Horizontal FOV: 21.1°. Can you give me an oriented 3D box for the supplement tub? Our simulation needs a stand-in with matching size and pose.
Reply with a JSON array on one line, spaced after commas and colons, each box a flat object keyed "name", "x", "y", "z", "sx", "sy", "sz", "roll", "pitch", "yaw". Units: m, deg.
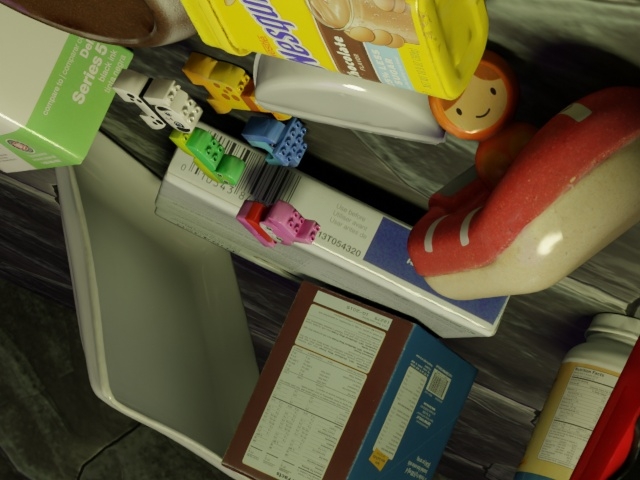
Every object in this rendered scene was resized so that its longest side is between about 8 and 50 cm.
[{"name": "supplement tub", "x": 0.273, "y": 0.183, "z": 1.591, "sx": 0.144, "sy": 0.200, "sz": 0.144, "roll": 24, "pitch": 167, "yaw": 6}]

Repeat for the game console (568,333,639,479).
[{"name": "game console", "x": 0.341, "y": 0.140, "z": 0.958, "sx": 0.386, "sy": 0.342, "sz": 0.060, "roll": 27, "pitch": -179, "yaw": -11}]

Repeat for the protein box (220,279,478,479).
[{"name": "protein box", "x": 0.035, "y": 0.178, "z": 1.744, "sx": 0.136, "sy": 0.201, "sz": 0.200, "roll": 21, "pitch": 172, "yaw": 28}]

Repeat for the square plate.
[{"name": "square plate", "x": -0.165, "y": 0.073, "z": 1.765, "sx": 0.049, "sy": 0.347, "sz": 0.344, "roll": -24, "pitch": 147, "yaw": 16}]

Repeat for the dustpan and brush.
[{"name": "dustpan and brush", "x": 0.022, "y": -0.126, "z": 1.162, "sx": 0.147, "sy": 0.060, "sz": 0.211, "roll": 12, "pitch": 173, "yaw": 5}]

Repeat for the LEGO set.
[{"name": "LEGO set", "x": -0.053, "y": -0.085, "z": 1.385, "sx": 0.093, "sy": 0.087, "sz": 0.227, "roll": 9, "pitch": 154, "yaw": 41}]

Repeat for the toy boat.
[{"name": "toy boat", "x": 0.124, "y": -0.056, "z": 1.106, "sx": 0.151, "sy": 0.151, "sz": 0.231, "roll": 56, "pitch": 162, "yaw": -6}]

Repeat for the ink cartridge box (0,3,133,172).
[{"name": "ink cartridge box", "x": -0.328, "y": -0.171, "z": 1.466, "sx": 0.273, "sy": 0.115, "sz": 0.198, "roll": 31, "pitch": 166, "yaw": -26}]

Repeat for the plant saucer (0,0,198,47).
[{"name": "plant saucer", "x": -0.208, "y": -0.217, "z": 1.214, "sx": 0.310, "sy": 0.050, "sz": 0.310, "roll": 23, "pitch": 166, "yaw": 6}]

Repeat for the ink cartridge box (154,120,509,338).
[{"name": "ink cartridge box", "x": 0.000, "y": 0.000, "z": 1.653, "sx": 0.324, "sy": 0.071, "sz": 0.330, "roll": 26, "pitch": 174, "yaw": -5}]

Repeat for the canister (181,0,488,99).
[{"name": "canister", "x": 0.005, "y": -0.150, "z": 1.008, "sx": 0.170, "sy": 0.073, "sz": 0.126, "roll": 16, "pitch": 155, "yaw": 25}]
